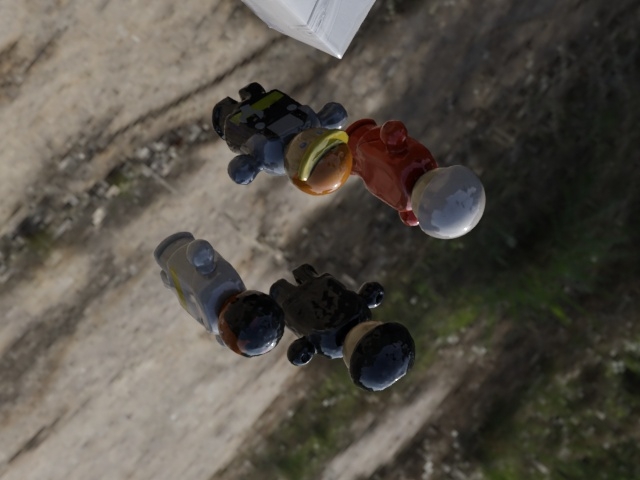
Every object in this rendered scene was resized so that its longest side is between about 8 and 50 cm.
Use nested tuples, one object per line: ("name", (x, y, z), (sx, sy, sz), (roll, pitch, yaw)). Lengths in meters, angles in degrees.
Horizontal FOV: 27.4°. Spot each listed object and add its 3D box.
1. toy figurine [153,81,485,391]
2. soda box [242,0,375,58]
("toy figurine", (0.000, 0.000, 1.001), (0.210, 0.148, 0.213), (17, 104, -44))
("soda box", (-0.055, -0.257, 1.027), (0.098, 0.091, 0.286), (-58, 145, -4))
